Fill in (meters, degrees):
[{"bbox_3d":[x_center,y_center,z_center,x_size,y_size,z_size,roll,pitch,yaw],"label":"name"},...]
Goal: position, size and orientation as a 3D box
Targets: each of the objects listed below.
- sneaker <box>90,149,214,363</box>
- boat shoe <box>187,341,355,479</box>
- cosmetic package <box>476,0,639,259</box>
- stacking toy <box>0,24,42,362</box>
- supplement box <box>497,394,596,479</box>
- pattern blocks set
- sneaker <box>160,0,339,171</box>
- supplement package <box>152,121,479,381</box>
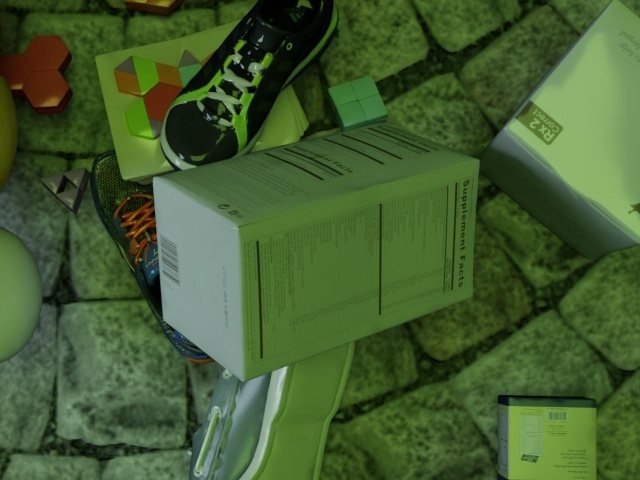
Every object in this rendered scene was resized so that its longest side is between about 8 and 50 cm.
[{"bbox_3d":[-0.145,0.010,1.031,0.083,0.087,0.221,-32,86,-4],"label":"sneaker"},{"bbox_3d":[-0.066,0.199,1.027,0.099,0.116,0.320,21,92,44],"label":"boat shoe"},{"bbox_3d":[0.251,-0.091,0.998,0.151,0.184,0.151,40,85,2],"label":"cosmetic package"},{"bbox_3d":[-0.379,-0.110,0.935,0.350,0.350,0.480,-23,94,-3],"label":"stacking toy"},{"bbox_3d":[0.210,0.188,1.035,0.083,0.056,0.083,2,85,-1],"label":"supplement box"},{"bbox_3d":[-0.116,-0.135,1.038,0.324,0.026,0.285,-28,72,-13],"label":"pattern blocks set"},{"bbox_3d":[-0.065,-0.162,0.982,0.084,0.097,0.235,31,70,10],"label":"sneaker"},{"bbox_3d":[0.000,0.000,0.941,0.244,0.134,0.139,-16,119,-33],"label":"supplement package"}]
